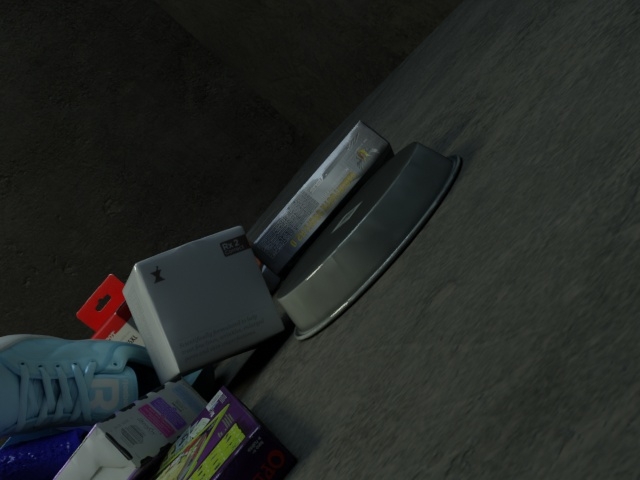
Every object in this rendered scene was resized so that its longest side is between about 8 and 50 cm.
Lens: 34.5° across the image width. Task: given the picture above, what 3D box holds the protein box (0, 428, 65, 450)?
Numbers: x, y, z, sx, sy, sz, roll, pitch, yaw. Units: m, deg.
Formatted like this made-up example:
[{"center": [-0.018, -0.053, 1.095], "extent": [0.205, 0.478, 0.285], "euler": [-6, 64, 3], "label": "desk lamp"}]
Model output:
[{"center": [-0.451, 0.396, 1.652], "extent": [0.200, 0.136, 0.201], "euler": [-53, -8, -34], "label": "protein box"}]

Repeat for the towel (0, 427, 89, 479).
[{"center": [-0.443, 0.304, 1.338], "extent": [0.308, 0.076, 0.228], "euler": [-11, -16, -9], "label": "towel"}]

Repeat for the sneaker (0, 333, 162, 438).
[{"center": [-0.326, 0.189, 1.374], "extent": [0.150, 0.135, 0.366], "euler": [0, 4, 30], "label": "sneaker"}]

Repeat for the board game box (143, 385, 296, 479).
[{"center": [-0.129, 0.245, 0.976], "extent": [0.208, 0.056, 0.347], "euler": [-45, 6, -9], "label": "board game box"}]

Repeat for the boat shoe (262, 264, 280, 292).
[{"center": [-0.084, 0.049, 1.841], "extent": [0.040, 0.049, 0.142], "euler": [-44, 10, 41], "label": "boat shoe"}]

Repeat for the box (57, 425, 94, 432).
[{"center": [-0.358, 0.238, 1.589], "extent": [0.225, 0.036, 0.136], "euler": [5, 37, 24], "label": "box"}]

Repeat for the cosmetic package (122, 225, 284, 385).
[{"center": [-0.160, 0.091, 1.372], "extent": [0.151, 0.151, 0.183], "euler": [-21, -6, -19], "label": "cosmetic package"}]

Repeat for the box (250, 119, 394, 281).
[{"center": [0.012, -0.042, 1.429], "extent": [0.231, 0.056, 0.183], "euler": [-49, -13, -2], "label": "box"}]

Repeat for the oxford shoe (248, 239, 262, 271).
[{"center": [-0.217, 0.121, 1.861], "extent": [0.397, 0.140, 0.146], "euler": [-48, 1, 31], "label": "oxford shoe"}]

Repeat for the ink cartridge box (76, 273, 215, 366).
[{"center": [-0.303, 0.180, 1.701], "extent": [0.134, 0.231, 0.078], "euler": [-45, 7, 32], "label": "ink cartridge box"}]

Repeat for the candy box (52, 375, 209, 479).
[{"center": [-0.229, 0.261, 1.204], "extent": [0.165, 0.070, 0.196], "euler": [-51, -10, 20], "label": "candy box"}]

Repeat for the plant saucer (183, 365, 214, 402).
[{"center": [-0.254, 0.301, 1.510], "extent": [0.317, 0.043, 0.317], "euler": [-48, 7, 8], "label": "plant saucer"}]

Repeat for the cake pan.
[{"center": [0.049, -0.008, 1.235], "extent": [0.293, 0.054, 0.293], "euler": [-48, 6, 6], "label": "cake pan"}]
